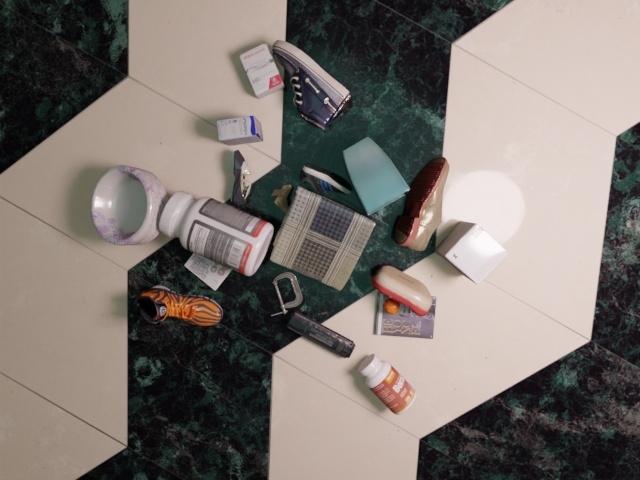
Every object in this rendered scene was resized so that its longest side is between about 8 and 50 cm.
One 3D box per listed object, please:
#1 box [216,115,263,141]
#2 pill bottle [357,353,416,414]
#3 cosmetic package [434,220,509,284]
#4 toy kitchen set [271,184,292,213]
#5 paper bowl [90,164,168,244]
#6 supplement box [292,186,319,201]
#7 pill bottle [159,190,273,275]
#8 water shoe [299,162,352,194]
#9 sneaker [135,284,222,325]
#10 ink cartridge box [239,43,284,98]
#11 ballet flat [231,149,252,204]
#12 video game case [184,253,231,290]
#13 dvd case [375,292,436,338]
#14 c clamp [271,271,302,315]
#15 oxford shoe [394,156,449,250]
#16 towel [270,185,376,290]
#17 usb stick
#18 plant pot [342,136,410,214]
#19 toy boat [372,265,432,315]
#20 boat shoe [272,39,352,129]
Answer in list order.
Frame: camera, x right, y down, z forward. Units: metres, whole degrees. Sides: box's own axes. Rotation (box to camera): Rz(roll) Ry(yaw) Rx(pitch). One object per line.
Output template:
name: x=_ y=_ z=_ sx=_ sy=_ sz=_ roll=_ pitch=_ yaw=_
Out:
box: x=-0.288 y=-0.394 z=1.494 sx=0.137 sy=0.126 sz=0.072 roll=-6 pitch=94 yaw=4
pill bottle: x=0.246 y=0.534 z=1.555 sx=0.121 sy=0.121 sz=0.216 roll=-44 pitch=92 yaw=7
cosmetic package: x=0.522 y=0.037 z=1.451 sx=0.151 sy=0.184 sz=0.151 roll=42 pitch=98 yaw=-1
toy kitchen set: x=-0.137 y=-0.154 z=1.561 sx=0.068 sy=0.075 sz=0.083 roll=4 pitch=58 yaw=39
paper bowl: x=-0.682 y=-0.124 z=1.520 sx=0.284 sy=0.148 sz=0.284 roll=0 pitch=90 yaw=21
supplement box: x=-0.052 y=-0.155 z=1.523 sx=0.083 sy=0.083 sz=0.056 roll=23 pitch=99 yaw=0
pill bottle: x=-0.371 y=-0.033 z=1.497 sx=0.362 sy=0.210 sz=0.210 roll=24 pitch=97 yaw=2
water shoe: x=0.020 y=-0.211 z=1.531 sx=0.203 sy=0.073 sz=0.080 roll=29 pitch=124 yaw=0
sneaker: x=-0.541 y=0.268 z=1.555 sx=0.321 sy=0.180 sz=0.125 roll=13 pitch=97 yaw=3
ink cartridge box: x=-0.209 y=-0.609 z=1.497 sx=0.109 sy=0.063 sz=0.150 roll=-22 pitch=93 yaw=6
ballet flat: x=-0.290 y=-0.232 z=1.541 sx=0.074 sy=0.074 sz=0.203 roll=7 pitch=103 yaw=3
video game case: x=-0.426 y=0.091 z=1.609 sx=0.157 sy=0.019 sz=0.143 roll=39 pitch=98 yaw=-1
dvd case: x=0.323 y=0.286 z=1.576 sx=0.221 sy=0.018 sz=0.165 roll=4 pitch=96 yaw=4
c clamp: x=-0.142 y=0.205 z=1.599 sx=0.137 sy=0.022 sz=0.161 roll=-12 pitch=96 yaw=5
oxford shoe: x=0.387 y=-0.128 z=1.498 sx=0.130 sy=0.123 sz=0.348 roll=23 pitch=95 yaw=-27
towel: x=0.000 y=0.000 z=1.513 sx=0.312 sy=0.056 sz=0.324 roll=24 pitch=117 yaw=-3
usb stick: x=-0.001 y=0.362 z=1.594 sx=0.278 sy=0.045 sz=0.077 roll=28 pitch=90 yaw=1
plant pot: x=0.181 y=-0.231 z=1.466 sx=0.165 sy=0.166 sz=0.234 roll=-29 pitch=86 yaw=7
toy boat: x=0.283 y=0.206 z=1.508 sx=0.231 sy=0.151 sz=0.151 roll=28 pitch=113 yaw=7
boat shoe: x=-0.062 y=-0.541 z=1.459 sx=0.340 sy=0.127 sz=0.158 roll=37 pitch=90 yaw=-1
